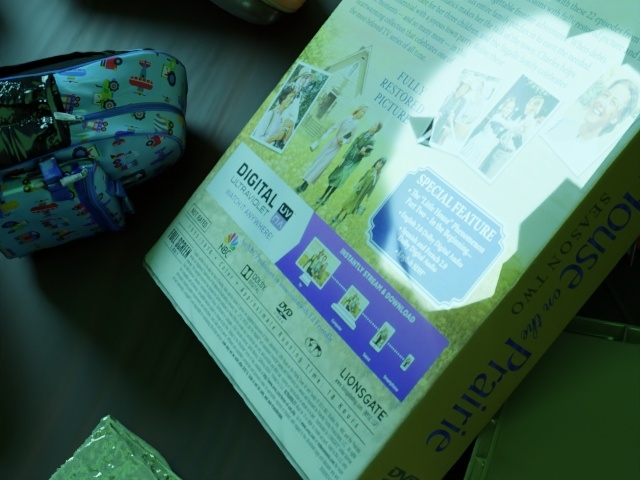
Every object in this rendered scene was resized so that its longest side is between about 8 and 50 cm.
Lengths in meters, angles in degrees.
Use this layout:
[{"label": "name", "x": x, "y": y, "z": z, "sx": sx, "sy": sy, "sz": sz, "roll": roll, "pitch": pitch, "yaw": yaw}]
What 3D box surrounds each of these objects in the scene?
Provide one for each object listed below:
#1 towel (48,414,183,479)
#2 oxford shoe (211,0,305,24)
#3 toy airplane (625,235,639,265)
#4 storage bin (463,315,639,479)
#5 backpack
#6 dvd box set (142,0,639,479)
[{"label": "towel", "x": -0.161, "y": 0.209, "z": 0.929, "sx": 0.110, "sy": 0.027, "sz": 0.148, "roll": 39, "pitch": 80, "yaw": 19}, {"label": "oxford shoe", "x": -0.171, "y": -0.261, "z": 1.070, "sx": 0.363, "sy": 0.130, "sz": 0.133, "roll": 37, "pitch": 109, "yaw": 17}, {"label": "toy airplane", "x": 0.228, "y": -0.054, "z": 0.930, "sx": 0.151, "sy": 0.028, "sz": 0.151, "roll": 1, "pitch": 87, "yaw": -21}, {"label": "storage bin", "x": 0.217, "y": 0.169, "z": 0.765, "sx": 0.262, "sy": 0.123, "sz": 0.260, "roll": 10, "pitch": 32, "yaw": 14}, {"label": "backpack", "x": -0.175, "y": -0.070, "z": 0.970, "sx": 0.173, "sy": 0.158, "sz": 0.117, "roll": -15, "pitch": 76, "yaw": -8}, {"label": "dvd box set", "x": 0.083, "y": -0.070, "z": 0.820, "sx": 0.420, "sy": 0.062, "sz": 0.307, "roll": -52, "pitch": 39, "yaw": 5}]
